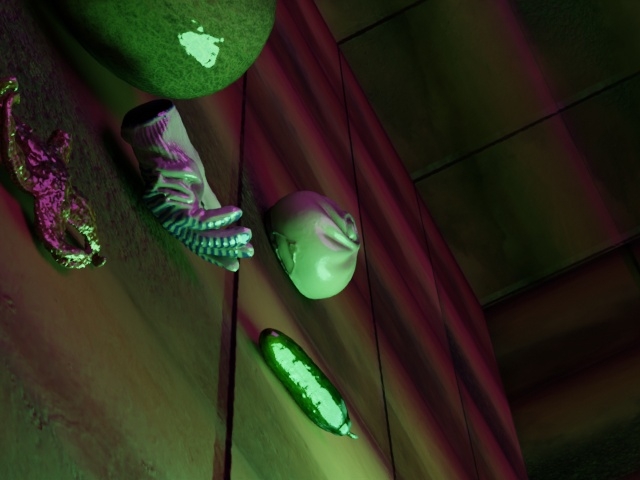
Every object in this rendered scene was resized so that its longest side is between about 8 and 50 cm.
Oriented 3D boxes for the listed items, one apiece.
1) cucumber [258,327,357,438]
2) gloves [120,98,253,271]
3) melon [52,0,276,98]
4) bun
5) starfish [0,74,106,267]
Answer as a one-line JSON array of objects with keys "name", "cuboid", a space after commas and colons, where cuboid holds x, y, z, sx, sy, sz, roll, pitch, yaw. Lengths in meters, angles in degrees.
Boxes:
[{"name": "cucumber", "cuboid": [-0.018, 0.190, 1.793, 0.250, 0.056, 0.056, 55, 14, -36]}, {"name": "gloves", "cuboid": [-0.156, -0.057, 1.591, 0.229, 0.097, 0.119, 56, 18, -18]}, {"name": "melon", "cuboid": [-0.189, -0.305, 1.613, 0.329, 0.248, 0.248, 39, 27, -58]}, {"name": "bun", "cuboid": [0.000, 0.000, 2.126, 0.173, 0.120, 0.173, -24, 90, -80]}, {"name": "starfish", "cuboid": [-0.256, -0.050, 1.276, 0.150, 0.053, 0.209, -86, 155, -45]}]
